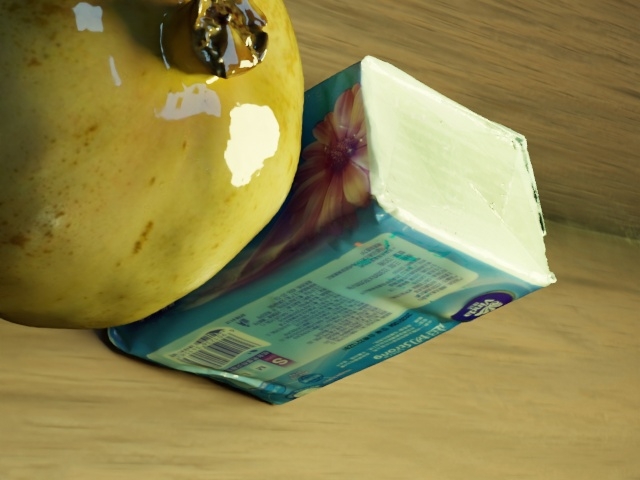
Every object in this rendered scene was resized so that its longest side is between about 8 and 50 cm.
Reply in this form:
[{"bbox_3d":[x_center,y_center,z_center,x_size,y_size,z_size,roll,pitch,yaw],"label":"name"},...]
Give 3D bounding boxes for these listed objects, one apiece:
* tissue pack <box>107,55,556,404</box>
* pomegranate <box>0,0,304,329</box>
[{"bbox_3d":[0.000,0.000,1.249,0.198,0.263,0.146,24,49,-43],"label":"tissue pack"},{"bbox_3d":[-0.152,-0.098,1.074,0.319,0.319,0.319,31,44,-36],"label":"pomegranate"}]
